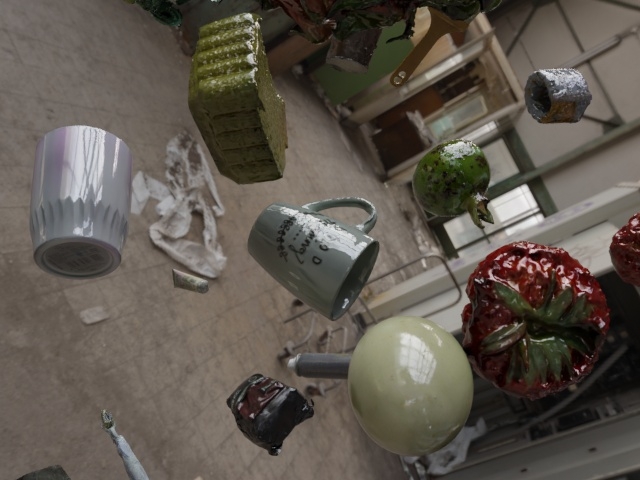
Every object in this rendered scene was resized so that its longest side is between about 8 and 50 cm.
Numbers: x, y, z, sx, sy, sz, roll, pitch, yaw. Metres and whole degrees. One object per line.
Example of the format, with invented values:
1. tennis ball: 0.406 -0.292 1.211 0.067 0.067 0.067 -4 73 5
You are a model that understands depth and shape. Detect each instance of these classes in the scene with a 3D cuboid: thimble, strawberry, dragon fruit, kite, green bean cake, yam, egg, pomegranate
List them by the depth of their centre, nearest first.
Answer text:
1. dragon fruit: 0.032 -0.260 0.472 0.269 0.200 0.198 53 33 16
2. egg: 0.133 0.216 0.766 0.189 0.188 0.254 61 16 -6
3. kite: -0.538 0.469 0.895 0.015 0.245 0.141 -100 179 -77
4. strawberry: 0.371 0.133 0.903 0.261 0.261 0.257 64 9 3
5. green bean cake: -0.140 -0.245 0.906 0.236 0.124 0.233 73 11 -54
6. strawberry: 0.695 0.008 1.058 0.234 0.177 0.234 -19 90 -76
7. pomegranate: 0.356 -0.142 1.315 0.263 0.211 0.211 51 10 30
8. yam: 0.113 -0.580 1.328 0.131 0.280 0.131 20 10 -4
9. thimble: 0.622 -0.380 1.337 0.127 0.117 0.151 94 -12 -54

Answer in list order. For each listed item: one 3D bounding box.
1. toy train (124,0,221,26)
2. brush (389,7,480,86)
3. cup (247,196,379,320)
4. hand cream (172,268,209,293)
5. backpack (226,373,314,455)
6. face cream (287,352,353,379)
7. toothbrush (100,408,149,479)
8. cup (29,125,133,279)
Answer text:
1. toy train: -0.300 -0.571 1.050 0.189 0.126 0.307 41 49 -8
2. brush: 0.246 -0.454 1.170 0.103 0.272 0.013 24 48 -18
3. cup: 0.000 0.000 1.065 0.234 0.258 0.186 31 -20 19
4. hand cream: -0.378 0.123 1.466 0.039 0.143 0.061 -25 119 -49
5. backpack: -0.105 0.302 0.925 0.120 0.165 0.106 -46 118 -28
6. face cream: 0.039 0.361 1.461 0.073 0.283 0.073 -4 90 -68
7. toothbrush: -0.485 0.521 1.259 0.035 0.413 0.042 -16 108 -33
8. cup: -0.634 -0.103 1.361 0.253 0.253 0.372 39 31 -51
